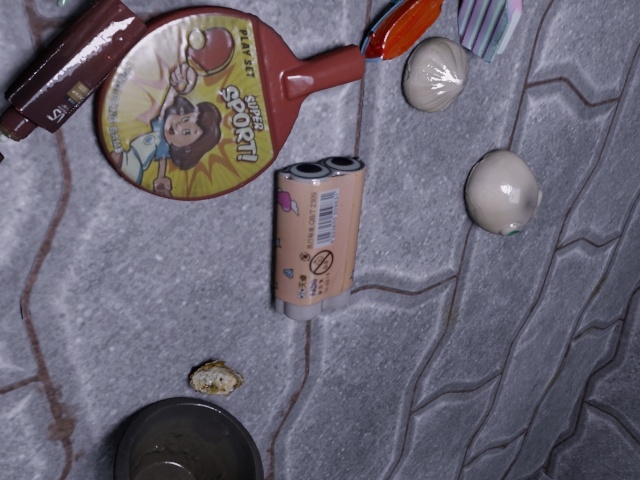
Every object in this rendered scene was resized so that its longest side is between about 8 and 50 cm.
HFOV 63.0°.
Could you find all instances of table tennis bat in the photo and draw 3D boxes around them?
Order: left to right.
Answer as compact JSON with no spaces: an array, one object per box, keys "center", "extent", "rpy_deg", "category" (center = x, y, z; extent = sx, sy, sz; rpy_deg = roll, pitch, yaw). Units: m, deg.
[{"center":[-0.114,-0.205,0.755],"extent":[0.415,0.051,0.267],"rpy_deg":[-25,131,-23],"category":"table tennis bat"}]

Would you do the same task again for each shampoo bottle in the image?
[{"center":[-0.300,-0.179,0.591],"extent":[0.236,0.067,0.068],"rpy_deg":[-48,140,-2],"category":"shampoo bottle"}]

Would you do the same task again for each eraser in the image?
[{"center":[0.000,0.000,0.958],"extent":[0.171,0.087,0.290],"rpy_deg":[-15,125,-30],"category":"eraser"}]

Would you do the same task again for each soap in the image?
[{"center":[0.304,-0.410,0.940],"extent":[0.056,0.100,0.149],"rpy_deg":[-42,162,-20],"category":"soap"}]

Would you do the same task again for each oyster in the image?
[{"center":[-0.197,0.267,1.000],"extent":[0.086,0.029,0.132],"rpy_deg":[-34,137,-11],"category":"oyster"}]

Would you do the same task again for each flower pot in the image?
[{"center":[-0.255,0.438,0.934],"extent":[0.269,0.268,0.166],"rpy_deg":[5,136,-43],"category":"flower pot"}]

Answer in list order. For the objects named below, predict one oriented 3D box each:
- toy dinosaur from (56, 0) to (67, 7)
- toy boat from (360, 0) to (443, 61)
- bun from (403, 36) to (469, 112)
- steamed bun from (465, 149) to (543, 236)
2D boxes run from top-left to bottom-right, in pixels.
[{"center":[-0.144,-0.400,0.577],"extent":[0.383,0.076,0.129],"rpy_deg":[-29,152,-14],"category":"toy dinosaur"},{"center":[0.130,-0.355,0.858],"extent":[0.173,0.059,0.069],"rpy_deg":[-46,137,2],"category":"toy boat"},{"center":[0.226,-0.297,0.954],"extent":[0.138,0.094,0.138],"rpy_deg":[-25,131,-32],"category":"bun"},{"center":[0.444,-0.102,1.242],"extent":[0.177,0.131,0.228],"rpy_deg":[-43,134,-13],"category":"steamed bun"}]
